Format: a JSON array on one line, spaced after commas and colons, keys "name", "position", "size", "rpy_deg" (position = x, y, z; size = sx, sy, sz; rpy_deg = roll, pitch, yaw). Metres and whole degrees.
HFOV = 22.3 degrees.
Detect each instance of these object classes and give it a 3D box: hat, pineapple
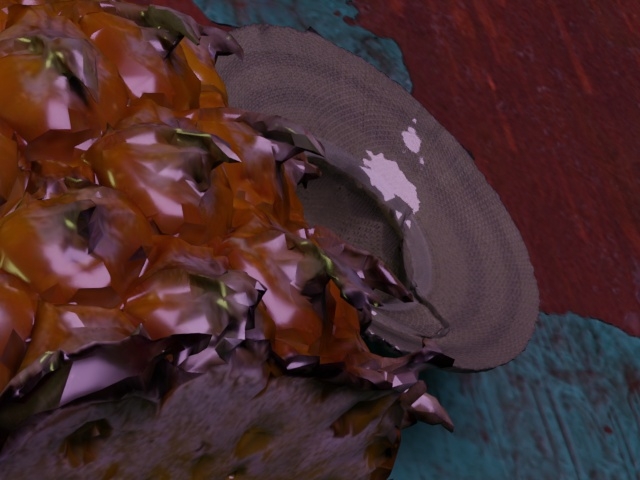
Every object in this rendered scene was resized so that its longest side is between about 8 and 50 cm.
[{"name": "hat", "position": [0.000, 0.000, 0.951], "size": [0.252, 0.110, 0.252], "rpy_deg": [30, 35, -23]}, {"name": "pineapple", "position": [-0.143, 0.054, 0.631], "size": [0.352, 0.352, 0.300], "rpy_deg": [4, 38, -36]}]
